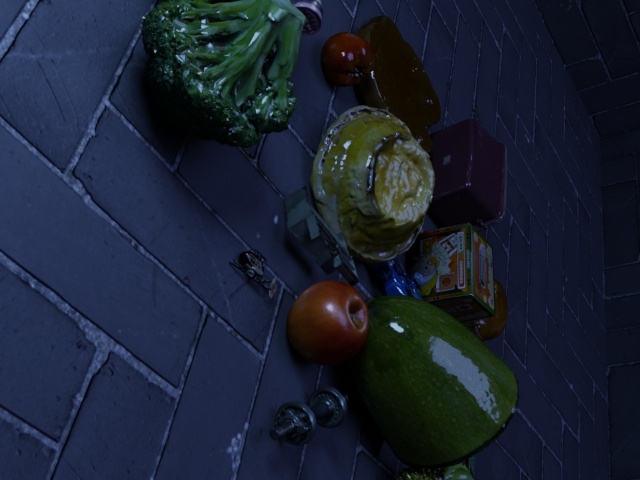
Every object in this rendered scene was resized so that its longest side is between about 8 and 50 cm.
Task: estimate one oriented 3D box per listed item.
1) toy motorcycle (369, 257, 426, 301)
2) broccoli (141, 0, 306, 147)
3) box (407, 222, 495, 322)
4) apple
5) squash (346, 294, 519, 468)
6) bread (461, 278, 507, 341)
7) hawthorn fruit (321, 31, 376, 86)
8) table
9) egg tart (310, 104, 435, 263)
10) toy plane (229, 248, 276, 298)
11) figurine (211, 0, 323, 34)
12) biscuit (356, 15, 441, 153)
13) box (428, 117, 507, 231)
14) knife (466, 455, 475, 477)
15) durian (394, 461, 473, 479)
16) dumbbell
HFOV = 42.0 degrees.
[{"bbox_3d":[0.176,0.115,1.863,0.136,0.092,0.254,11,48,-60],"label":"toy motorcycle"},{"bbox_3d":[-0.155,-0.299,1.370,0.308,0.275,0.307,34,24,-17],"label":"broccoli"},{"bbox_3d":[0.315,0.087,2.031,0.148,0.178,0.194,37,48,-45],"label":"box"},{"bbox_3d":[0.019,0.153,1.559,0.163,0.139,0.163,32,44,-37],"label":"apple"},{"bbox_3d":[0.197,0.243,1.671,0.308,0.310,0.310,55,37,-28],"label":"squash"},{"bbox_3d":[0.405,0.181,2.188,0.250,0.133,0.178,5,78,-57],"label":"bread"},{"bbox_3d":[0.062,-0.418,1.887,0.125,0.125,0.140,28,57,-51],"label":"hawthorn fruit"},{"bbox_3d":[0.000,0.000,1.616,0.146,0.062,0.175,50,17,-34],"label":"table"},{"bbox_3d":[0.137,-0.120,1.787,0.345,0.132,0.345,0,90,-39],"label":"egg tart"},{"bbox_3d":[-0.114,0.054,1.498,0.120,0.031,0.049,46,48,-37],"label":"toy plane"},{"bbox_3d":[-0.154,-0.517,1.474,0.361,0.253,0.210,23,78,-47],"label":"figurine"},{"bbox_3d":[0.204,-0.386,2.150,0.381,0.074,0.358,25,58,-55],"label":"biscuit"},{"bbox_3d":[0.383,-0.174,2.244,0.167,0.193,0.294,40,46,-37],"label":"box"},{"bbox_3d":[0.393,0.481,2.151,0.043,0.020,0.293,46,43,-42],"label":"knife"},{"bbox_3d":[0.225,0.564,1.697,0.200,0.177,0.236,30,48,-45],"label":"durian"},{"bbox_3d":[-0.016,0.315,1.502,0.254,0.082,0.081,-8,85,-60],"label":"dumbbell"}]
